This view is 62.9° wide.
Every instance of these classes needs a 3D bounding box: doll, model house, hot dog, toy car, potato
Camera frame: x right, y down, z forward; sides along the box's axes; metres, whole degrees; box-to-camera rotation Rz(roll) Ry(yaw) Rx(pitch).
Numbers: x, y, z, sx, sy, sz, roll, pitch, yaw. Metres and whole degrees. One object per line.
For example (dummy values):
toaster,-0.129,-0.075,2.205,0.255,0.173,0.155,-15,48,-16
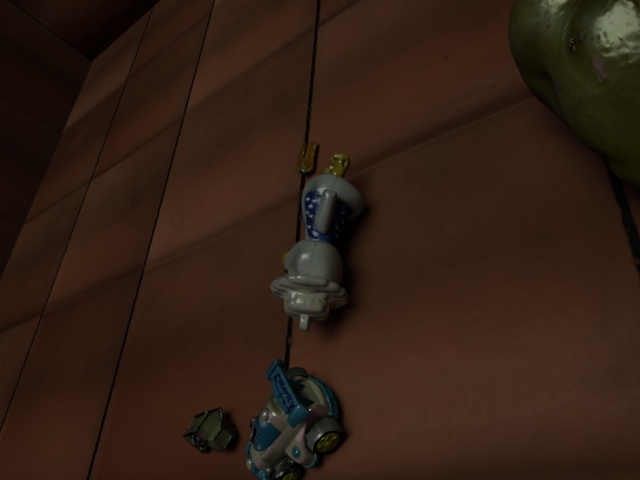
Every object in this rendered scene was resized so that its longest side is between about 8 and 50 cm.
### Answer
doll,0.000,0.000,0.807,0.138,0.119,0.293,108,174,-63
model house,-0.170,0.295,0.823,0.083,0.057,0.058,-37,13,47
hot dog,-0.024,-0.157,1.009,0.037,0.021,0.083,0,59,21
toy car,-0.059,0.249,0.705,0.161,0.098,0.126,-46,39,7
potato,0.346,-0.198,0.554,0.218,0.202,0.351,-27,59,13
